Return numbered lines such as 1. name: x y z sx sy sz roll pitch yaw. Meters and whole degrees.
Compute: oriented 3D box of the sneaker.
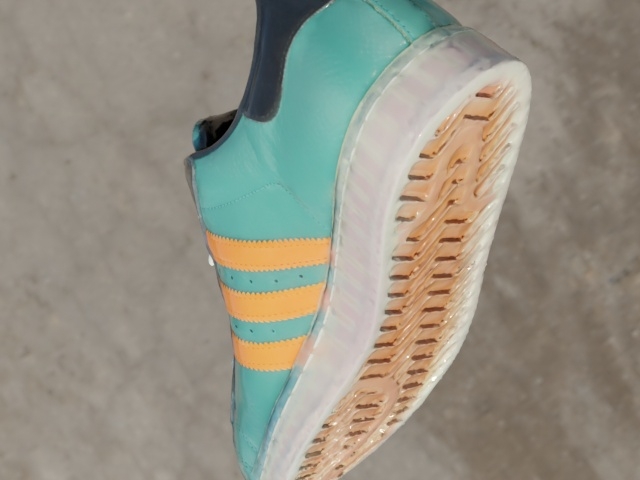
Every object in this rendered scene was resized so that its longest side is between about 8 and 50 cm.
1. sneaker: 0.000 0.000 0.793 0.121 0.108 0.302 43 141 24
